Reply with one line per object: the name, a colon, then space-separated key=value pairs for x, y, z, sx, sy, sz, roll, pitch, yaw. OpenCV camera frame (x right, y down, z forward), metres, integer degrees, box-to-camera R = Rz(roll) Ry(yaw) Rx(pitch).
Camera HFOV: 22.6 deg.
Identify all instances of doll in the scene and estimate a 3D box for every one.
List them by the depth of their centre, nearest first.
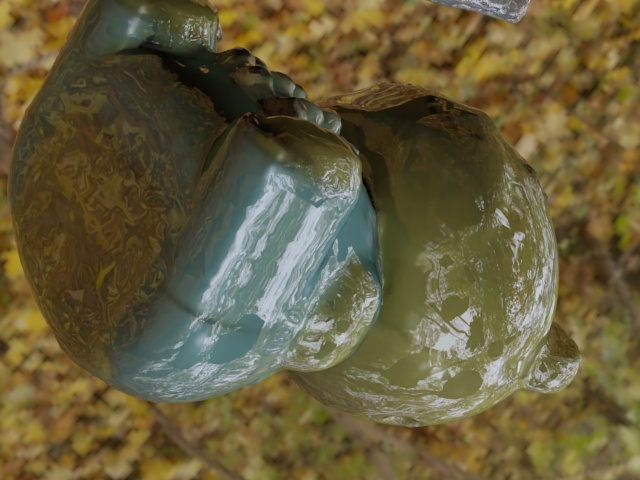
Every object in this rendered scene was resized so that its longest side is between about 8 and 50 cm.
doll: x=0.000 y=0.000 z=0.729 sx=0.260 sy=0.177 sz=0.161 roll=10 pitch=118 yaw=-46

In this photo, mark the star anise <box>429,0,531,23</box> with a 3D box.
star anise: x=0.017 y=-0.192 z=0.732 sx=0.230 sy=0.262 sz=0.081 roll=-22 pitch=-154 yaw=26
